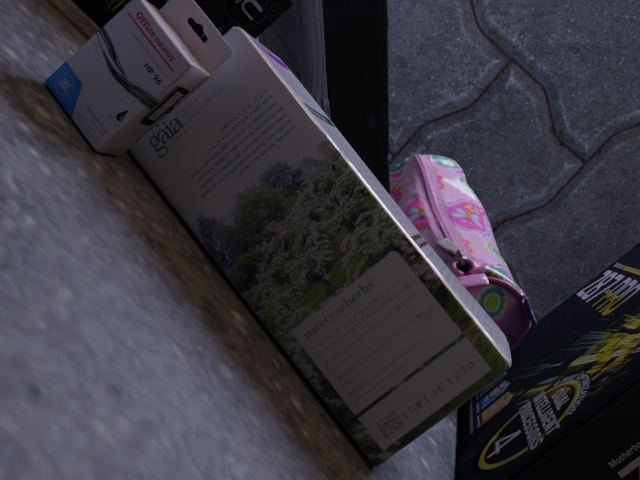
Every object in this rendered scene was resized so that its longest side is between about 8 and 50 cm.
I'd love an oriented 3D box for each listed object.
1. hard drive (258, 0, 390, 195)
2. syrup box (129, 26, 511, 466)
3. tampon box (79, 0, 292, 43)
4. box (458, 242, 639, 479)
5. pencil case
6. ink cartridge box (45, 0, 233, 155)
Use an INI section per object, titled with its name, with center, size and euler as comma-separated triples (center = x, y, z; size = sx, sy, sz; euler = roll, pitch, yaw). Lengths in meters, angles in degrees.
[hard drive]
center = -0.007, -0.188, 0.740
size = 0.237, 0.064, 0.339
euler = -117, -163, -48
[syrup box]
center = 0.000, 0.000, 0.473
size = 0.237, 0.093, 0.096
euler = 52, 10, 6
[tampon box]
center = -0.124, -0.216, 0.629
size = 0.161, 0.120, 0.101
euler = 45, 11, -33
[box]
center = 0.256, 0.091, 0.638
size = 0.097, 0.318, 0.395
euler = 52, 11, 5
[pencil case]
center = 0.131, 0.011, 0.859
size = 0.124, 0.124, 0.284
euler = 46, 18, -26
[ink cartridge box]
center = -0.092, -0.088, 0.413
size = 0.048, 0.083, 0.028
euler = 52, 10, 8
